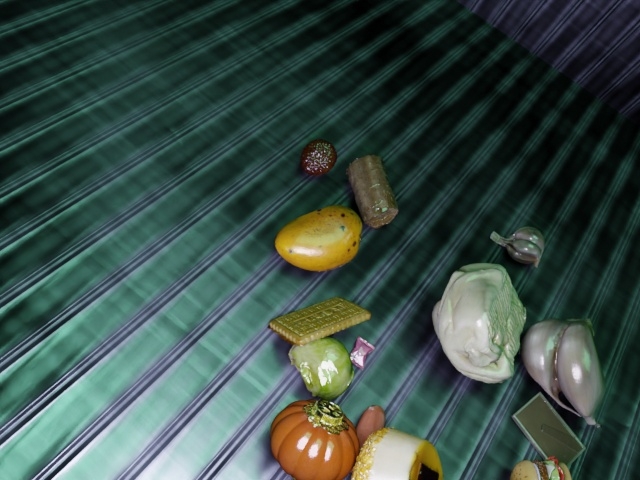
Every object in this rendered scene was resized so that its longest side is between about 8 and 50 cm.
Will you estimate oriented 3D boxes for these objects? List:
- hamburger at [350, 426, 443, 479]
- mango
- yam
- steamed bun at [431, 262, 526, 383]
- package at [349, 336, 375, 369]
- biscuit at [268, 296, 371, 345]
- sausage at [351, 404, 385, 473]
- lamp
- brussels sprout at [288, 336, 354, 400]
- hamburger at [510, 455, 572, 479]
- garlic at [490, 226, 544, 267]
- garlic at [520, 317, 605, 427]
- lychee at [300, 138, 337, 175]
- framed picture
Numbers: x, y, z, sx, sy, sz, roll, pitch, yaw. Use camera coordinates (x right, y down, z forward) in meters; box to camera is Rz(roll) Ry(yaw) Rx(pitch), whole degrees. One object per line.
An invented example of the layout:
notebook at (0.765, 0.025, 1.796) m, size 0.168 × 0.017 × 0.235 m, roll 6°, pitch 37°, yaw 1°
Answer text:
hamburger at (0.169, 0.585, 1.339) m, size 0.179 × 0.294 × 0.276 m, roll -1°, pitch 61°, yaw 32°
mango at (0.000, 0.000, 1.732) m, size 0.290 × 0.160 × 0.191 m, roll -14°, pitch 72°, yaw -24°
yam at (0.178, -0.162, 1.924) m, size 0.128 × 0.129 × 0.238 m, roll -3°, pitch 58°, yaw -22°
steamed bun at (0.449, 0.242, 1.695) m, size 0.394 × 0.237 × 0.346 m, roll 10°, pitch 78°, yaw -55°
package at (0.115, 0.324, 1.636) m, size 0.059 × 0.029 × 0.083 m, roll 32°, pitch 61°, yaw 6°
biscuit at (-0.004, 0.219, 1.590) m, size 0.254 × 0.029 × 0.172 m, roll -17°, pitch 22°, yaw -31°
sausage at (0.119, 0.515, 1.479) m, size 0.077 × 0.077 × 0.194 m, roll 31°, pitch 51°, yaw 0°
lamp at (-0.014, 0.483, 1.372) m, size 0.223 × 0.196 × 0.223 m, roll 22°, pitch 15°, yaw -6°
brussels sprout at (0.009, 0.333, 1.529) m, size 0.145 × 0.131 × 0.183 m, roll -32°, pitch 71°, yaw -11°
hamburger at (0.579, 0.657, 1.513) m, size 0.137 × 0.175 × 0.175 m, roll 7°, pitch 54°, yaw 0°
garlic at (0.710, 0.004, 2.040) m, size 0.194 × 0.127 × 0.131 m, roll 28°, pitch 53°, yaw 23°
garlic at (0.751, 0.402, 1.770) m, size 0.246 × 0.231 × 0.340 m, roll 32°, pitch 54°, yaw -58°
lychee at (-0.008, -0.277, 1.935) m, size 0.123 × 0.123 × 0.129 m, roll 29°, pitch 59°, yaw -1°
framed picture at (0.679, 0.573, 1.699) m, size 0.150 × 0.015 × 0.203 m, roll -25°, pitch 69°, yaw -33°
